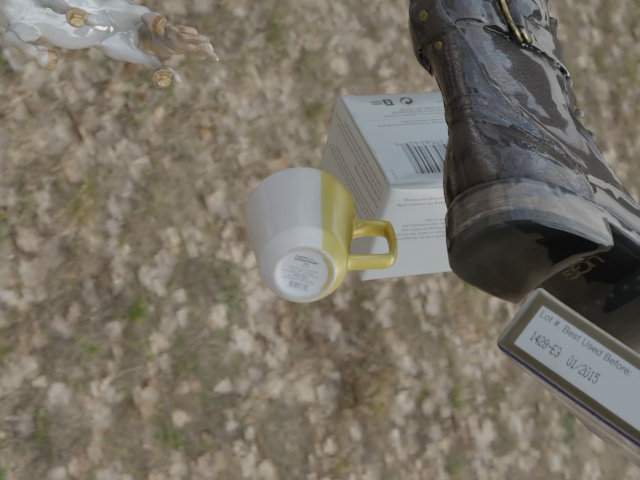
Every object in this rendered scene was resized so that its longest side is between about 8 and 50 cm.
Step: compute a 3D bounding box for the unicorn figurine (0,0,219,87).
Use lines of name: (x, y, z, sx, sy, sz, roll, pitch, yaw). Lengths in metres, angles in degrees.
unicorn figurine: (-0.142, -0.127, 0.736, 0.162, 0.111, 0.060, 28, 98, -42)

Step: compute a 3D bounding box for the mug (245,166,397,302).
mug: (-0.004, -0.002, 0.738, 0.062, 0.078, 0.064, 59, 13, -28)

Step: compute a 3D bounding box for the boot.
boot: (0.137, -0.064, 0.770, 0.263, 0.091, 0.229, 28, 43, -44)

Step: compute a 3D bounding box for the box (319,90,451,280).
box: (0.064, -0.039, 0.917, 0.101, 0.087, 0.102, -5, 44, -22)

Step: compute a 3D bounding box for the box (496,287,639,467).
box: (0.170, 0.098, 0.617, 0.036, 0.136, 0.225, -53, 151, -3)
